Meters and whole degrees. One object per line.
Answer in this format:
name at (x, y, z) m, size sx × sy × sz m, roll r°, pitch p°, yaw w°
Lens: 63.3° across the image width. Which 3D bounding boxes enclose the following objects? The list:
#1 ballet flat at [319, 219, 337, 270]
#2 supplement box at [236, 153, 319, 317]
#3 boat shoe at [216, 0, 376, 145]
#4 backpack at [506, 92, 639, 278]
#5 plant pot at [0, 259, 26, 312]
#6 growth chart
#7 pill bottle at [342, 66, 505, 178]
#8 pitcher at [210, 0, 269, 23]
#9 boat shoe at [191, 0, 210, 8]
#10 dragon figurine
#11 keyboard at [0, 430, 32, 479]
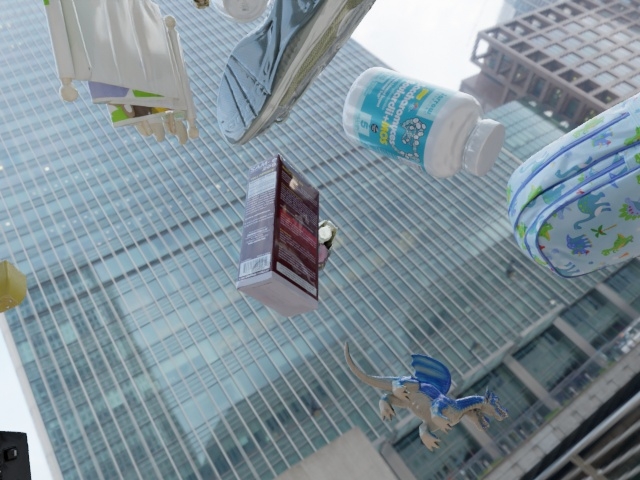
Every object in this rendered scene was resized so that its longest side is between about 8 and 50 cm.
ballet flat at (0.000, 0.000, 1.109) m, size 0.079 × 0.076 × 0.221 m, roll -57°, pitch 5°, yaw 15°
supplement box at (-0.064, -0.009, 0.867) m, size 0.073 × 0.240 × 0.130 m, roll -18°, pitch -37°, yaw 28°
boat shoe at (-0.035, -0.247, 0.694) m, size 0.103 × 0.118 × 0.320 m, roll 0°, pitch -39°, yaw -45°
backpack at (0.526, -0.090, 0.961) m, size 0.355 × 0.274 × 0.290 m, roll -15°, pitch -41°, yaw 37°
plant pot at (-0.699, 0.109, 1.137) m, size 0.081 × 0.083 × 0.082 m, roll -25°, pitch -31°, yaw -9°
growth chart at (-0.199, -0.191, 0.548) m, size 0.021 × 0.172 × 0.237 m, roll -6°, pitch 2°, yaw 17°
pill bottle at (0.179, -0.200, 0.906) m, size 0.146 × 0.264 × 0.146 m, roll -35°, pitch -40°, yaw -36°
pitcher at (-0.148, -0.536, 1.070) m, size 0.177 × 0.207 × 0.126 m, roll -15°, pitch -46°, yaw -6°
boat shoe at (-0.262, -0.535, 1.144) m, size 0.050 × 0.135 × 0.045 m, roll -14°, pitch -67°, yaw -6°
dragon figurine at (0.173, 0.258, 0.898) m, size 0.144 × 0.289 × 0.085 m, roll -33°, pitch -33°, yaw -57°
keyboard at (-0.173, 0.204, 0.292) m, size 0.038 × 0.192 × 0.100 m, roll -16°, pitch -10°, yaw 29°
